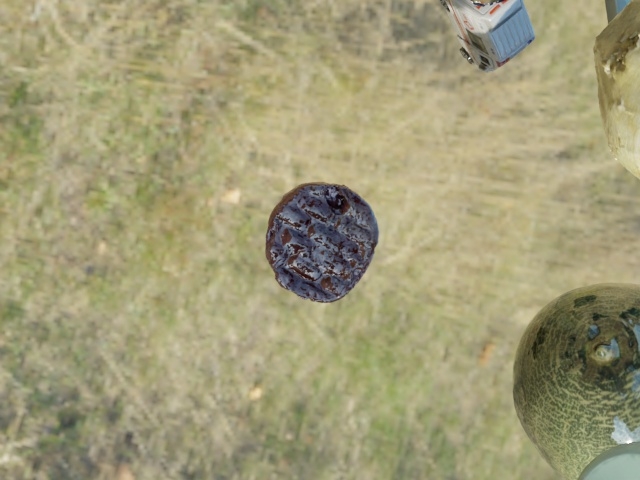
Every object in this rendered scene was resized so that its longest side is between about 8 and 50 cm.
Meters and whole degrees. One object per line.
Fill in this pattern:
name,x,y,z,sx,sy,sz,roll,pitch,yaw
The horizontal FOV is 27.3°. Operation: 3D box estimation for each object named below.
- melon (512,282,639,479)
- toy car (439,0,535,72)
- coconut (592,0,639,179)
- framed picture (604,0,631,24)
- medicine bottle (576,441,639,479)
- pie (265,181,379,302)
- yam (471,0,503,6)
melon,0.355,0.180,1.543,0.329,0.248,0.248,44,60,-58
toy car,0.230,-0.283,1.730,0.089,0.108,0.210,-41,147,-2
coconut,0.282,-0.111,0.923,0.194,0.194,0.194,-33,128,-56
framed picture,0.388,-0.288,1.414,0.232,0.024,0.315,-12,93,-33
medicine bottle,0.327,0.261,1.174,0.225,0.139,0.139,22,79,-47
pie,0.000,0.000,1.623,0.038,0.153,0.153,-133,-133,-74
yam,0.176,-0.311,1.354,0.084,0.084,0.127,-59,173,-37
